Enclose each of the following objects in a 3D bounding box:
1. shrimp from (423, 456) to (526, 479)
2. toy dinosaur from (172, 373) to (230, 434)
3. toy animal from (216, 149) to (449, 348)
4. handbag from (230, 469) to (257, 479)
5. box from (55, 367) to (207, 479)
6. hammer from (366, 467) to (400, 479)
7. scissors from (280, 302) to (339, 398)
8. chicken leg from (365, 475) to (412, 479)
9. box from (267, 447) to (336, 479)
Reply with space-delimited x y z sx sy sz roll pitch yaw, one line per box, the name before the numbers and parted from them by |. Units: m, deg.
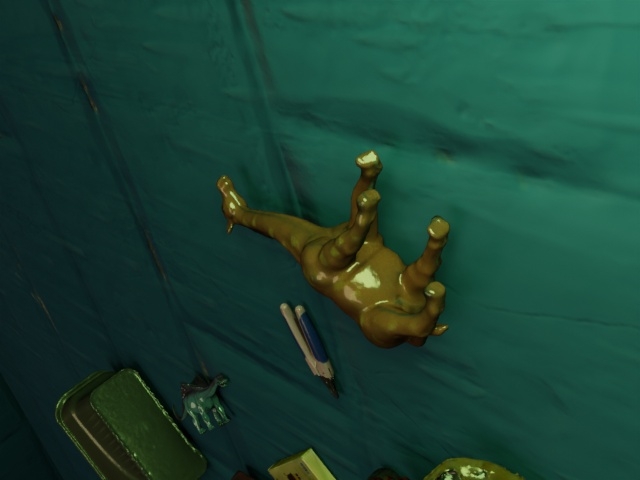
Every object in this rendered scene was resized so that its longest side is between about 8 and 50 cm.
shrimp | 0.179 0.279 0.606 0.262 0.117 0.066 42 -176 16
toy dinosaur | -0.166 0.229 1.094 0.197 0.045 0.080 -38 75 53
toy animal | 0.000 0.000 0.611 0.224 0.066 0.230 50 155 8
handbag | -0.081 0.437 1.091 0.225 0.135 0.146 16 137 46
box | -0.323 0.339 1.348 0.274 0.138 0.178 51 144 1
hammer | 0.144 0.354 0.793 0.288 0.033 0.111 54 149 1
scissors | -0.006 0.112 0.780 0.039 0.012 0.113 -1 119 55
chicken leg | 0.139 0.314 0.646 0.322 0.177 0.083 38 110 28
box | -0.020 0.306 0.986 0.073 0.020 0.149 51 150 4
